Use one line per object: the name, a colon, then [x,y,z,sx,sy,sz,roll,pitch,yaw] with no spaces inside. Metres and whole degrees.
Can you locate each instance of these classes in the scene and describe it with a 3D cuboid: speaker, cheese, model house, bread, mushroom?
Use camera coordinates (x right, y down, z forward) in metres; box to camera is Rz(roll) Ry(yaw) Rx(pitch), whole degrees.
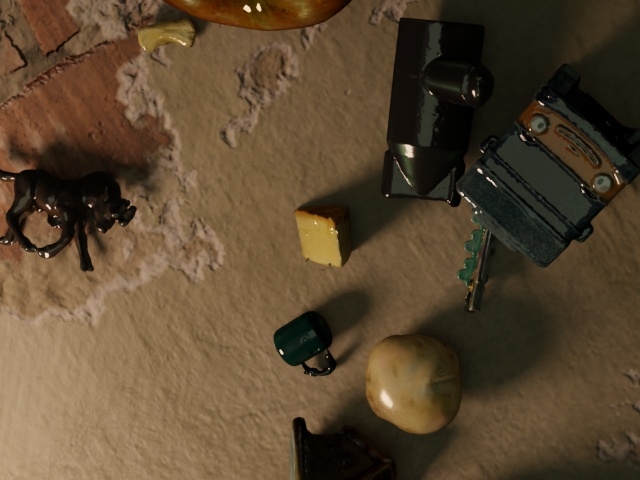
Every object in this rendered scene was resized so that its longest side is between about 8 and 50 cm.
speaker: [-0.016,0.153,1.869,0.075,0.060,0.094,-32,91,15]
cheese: [-0.215,-0.287,1.864,0.083,0.030,0.044,-10,89,7]
model house: [0.031,0.343,1.877,0.152,0.106,0.165,2,134,0]
bread: [0.000,0.000,1.823,0.080,0.109,0.084,-7,101,9]
mushroom: [0.127,0.195,1.820,0.148,0.112,0.148,1,96,13]

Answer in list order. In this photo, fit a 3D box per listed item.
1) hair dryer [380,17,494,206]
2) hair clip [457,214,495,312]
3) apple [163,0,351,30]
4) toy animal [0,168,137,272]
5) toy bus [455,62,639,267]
hair dryer: [0.157,-0.155,1.672,0.116,0.302,0.244,4,99,-6]
hair clip: [0.218,0.014,1.813,0.049,0.049,0.172,14,95,9]
apple: [-0.079,-0.456,1.686,0.384,0.374,0.374,-3,99,51]
toy animal: [-0.382,-0.045,1.917,0.233,0.084,0.148,17,84,15]
toy bus: [0.290,-0.096,1.641,0.162,0.323,0.194,44,106,3]
